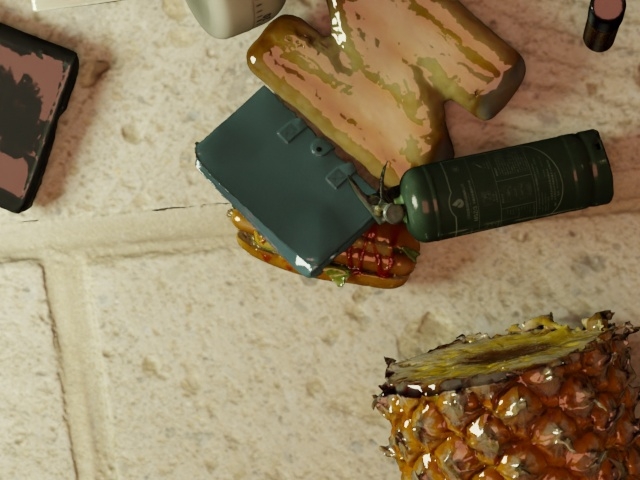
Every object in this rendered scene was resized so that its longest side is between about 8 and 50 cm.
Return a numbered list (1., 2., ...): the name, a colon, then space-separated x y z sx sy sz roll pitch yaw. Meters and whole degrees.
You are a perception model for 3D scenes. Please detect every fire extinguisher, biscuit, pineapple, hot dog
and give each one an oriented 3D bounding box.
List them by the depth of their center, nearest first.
1. pineapple: 0.247 0.254 1.868 0.352 0.352 0.300 -18 100 10
2. fire extinguisher: 0.193 -0.065 1.889 0.311 0.095 0.115 -14 103 -5
3. biscuit: 0.080 -0.216 1.921 0.290 0.062 0.237 38 103 -4
4. hot dog: 0.000 0.000 1.972 0.250 0.076 0.104 16 104 1

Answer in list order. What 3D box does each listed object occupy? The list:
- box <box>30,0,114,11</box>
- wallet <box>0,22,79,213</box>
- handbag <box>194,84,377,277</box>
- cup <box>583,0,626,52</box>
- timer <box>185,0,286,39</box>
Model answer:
1. box: -0.292 -0.419 1.914 0.168 0.071 0.259 -6 101 7
2. wallet: -0.527 -0.208 1.993 0.406 0.062 0.228 22 103 0
3. handbag: -0.038 -0.074 1.930 0.221 0.057 0.144 43 73 11
4. cup: 0.350 -0.351 1.804 0.166 0.177 0.239 -21 99 9
5. timer: -0.144 -0.346 1.821 0.240 0.233 0.234 -23 99 -11
